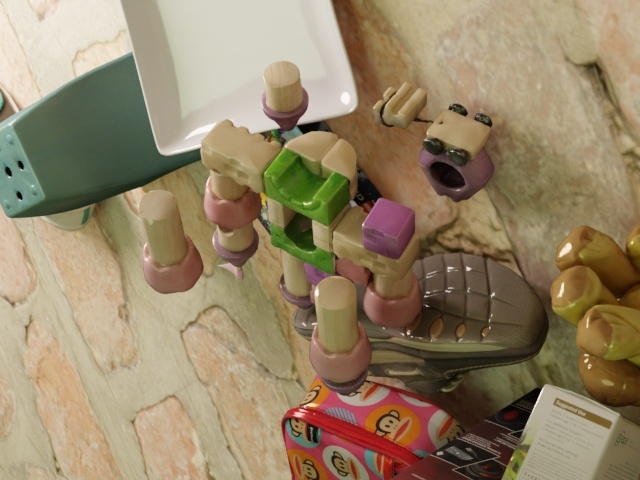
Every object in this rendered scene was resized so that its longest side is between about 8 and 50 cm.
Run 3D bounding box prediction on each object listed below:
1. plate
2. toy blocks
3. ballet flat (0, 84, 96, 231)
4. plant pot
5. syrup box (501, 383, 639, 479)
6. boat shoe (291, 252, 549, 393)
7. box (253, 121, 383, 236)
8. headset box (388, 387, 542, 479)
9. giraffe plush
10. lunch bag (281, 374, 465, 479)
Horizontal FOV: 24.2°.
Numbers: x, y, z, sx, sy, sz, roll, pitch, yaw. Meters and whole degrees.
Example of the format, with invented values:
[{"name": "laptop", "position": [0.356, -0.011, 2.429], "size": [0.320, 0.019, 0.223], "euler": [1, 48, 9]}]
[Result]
[{"name": "plate", "position": [-0.100, -0.258, 1.731], "size": [0.277, 0.045, 0.278], "euler": [-11, 98, 28]}, {"name": "toy blocks", "position": [0.000, 0.000, 1.651], "size": [0.289, 0.309, 0.260], "euler": [26, 150, 22]}, {"name": "ballet flat", "position": [-0.475, -0.137, 2.180], "size": [0.400, 0.139, 0.139], "euler": [36, 132, 26]}, {"name": "plant pot", "position": [-0.311, -0.127, 1.926], "size": [0.165, 0.234, 0.165], "euler": [-19, 96, 48]}, {"name": "syrup box", "position": [0.235, 0.274, 1.498], "size": [0.096, 0.093, 0.236], "euler": [21, 84, 39]}, {"name": "boat shoe", "position": [0.126, 0.100, 1.707], "size": [0.355, 0.132, 0.130], "euler": [4, 142, 48]}, {"name": "box", "position": [-0.034, -0.080, 1.814], "size": [0.233, 0.044, 0.159], "euler": [53, 137, 11]}, {"name": "headset box", "position": [0.183, 0.324, 1.620], "size": [0.110, 0.293, 0.218], "euler": [21, 125, 42]}, {"name": "giraffe plush", "position": [0.323, 0.100, 1.493], "size": [0.210, 0.181, 0.170], "euler": [11, 136, 2]}, {"name": "lunch bag", "position": [0.096, 0.305, 1.800], "size": [0.258, 0.120, 0.293], "euler": [17, 138, 31]}]
